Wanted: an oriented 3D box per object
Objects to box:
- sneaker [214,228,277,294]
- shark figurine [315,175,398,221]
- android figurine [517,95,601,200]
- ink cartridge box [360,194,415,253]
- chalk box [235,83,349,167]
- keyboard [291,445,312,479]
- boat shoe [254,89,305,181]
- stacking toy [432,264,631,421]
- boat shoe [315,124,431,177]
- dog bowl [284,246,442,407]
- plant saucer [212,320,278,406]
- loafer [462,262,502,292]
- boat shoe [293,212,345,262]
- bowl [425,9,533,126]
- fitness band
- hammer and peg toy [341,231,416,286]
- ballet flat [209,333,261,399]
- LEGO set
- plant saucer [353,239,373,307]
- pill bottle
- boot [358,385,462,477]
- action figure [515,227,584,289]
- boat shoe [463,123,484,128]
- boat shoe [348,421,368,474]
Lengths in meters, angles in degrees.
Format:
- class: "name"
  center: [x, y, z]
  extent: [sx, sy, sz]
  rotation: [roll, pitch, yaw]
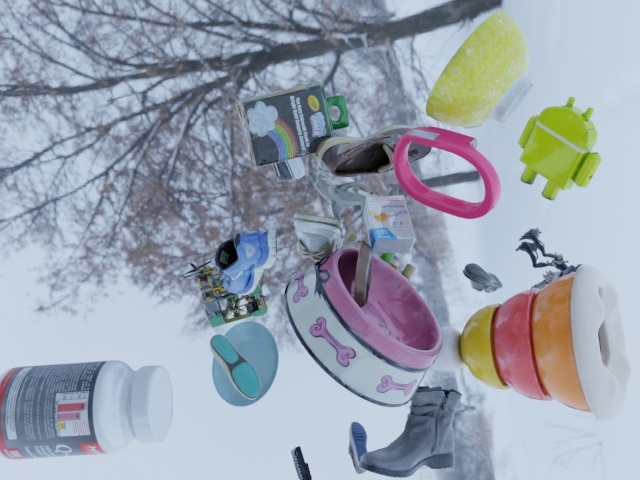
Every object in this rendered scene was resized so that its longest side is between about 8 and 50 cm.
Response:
- class: "sneaker"
  center: [-0.233, 0.053, 1.768]
  extent: [0.330, 0.147, 0.130]
  rotation: [127, 146, -54]
- class: "shark figurine"
  center: [0.091, -0.108, 1.823]
  extent: [0.166, 0.278, 0.116]
  rotation: [168, 111, -68]
- class: "android figurine"
  center: [0.651, -0.254, 1.711]
  extent: [0.248, 0.056, 0.273]
  rotation: [46, 134, 39]
- class: "ink cartridge box"
  center: [0.167, -0.056, 1.590]
  extent: [0.061, 0.104, 0.181]
  rotation: [99, 165, -50]
- class: "chalk box"
  center: [-0.068, -0.328, 1.727]
  extent: [0.179, 0.289, 0.180]
  rotation: [-134, 31, -71]
- class: "keyboard"
  center: [-0.057, 0.779, 2.080]
  extent: [0.108, 0.023, 0.180]
  rotation: [-53, 52, 54]
- class: "boat shoe"
  center: [-0.164, -0.337, 2.114]
  extent: [0.121, 0.119, 0.335]
  rotation: [-94, -18, -61]
- class: "stacking toy"
  center: [0.471, 0.257, 1.531]
  extent: [0.350, 0.480, 0.351]
  rotation: [18, -113, -51]
- class: "boat shoe"
  center: [0.163, -0.223, 1.657]
  extent: [0.123, 0.342, 0.123]
  rotation: [-128, 37, -49]
- class: "dog bowl"
  center: [0.119, 0.185, 1.496]
  extent: [0.408, 0.150, 0.408]
  rotation: [33, -156, -17]
- class: "plant saucer"
  center: [-0.165, 0.285, 1.444]
  extent: [0.037, 0.195, 0.195]
  rotation: [27, -130, -53]
- class: "loafer"
  center: [0.573, 0.149, 2.240]
  extent: [0.220, 0.078, 0.080]
  rotation: [25, -152, -40]
- class: "boat shoe"
  center: [0.000, 0.000, 1.577]
  extent: [0.302, 0.113, 0.103]
  rotation: [28, -105, -72]
- class: "bowl"
  center: [0.397, -0.366, 1.459]
  extent: [0.156, 0.289, 0.289]
  rotation: [41, -177, 13]
- class: "fitness band"
  center: [0.291, -0.160, 1.468]
  extent: [0.054, 0.291, 0.209]
  rotation: [-39, -45, -28]
- class: "hammer and peg toy"
  center: [0.140, 0.049, 2.179]
  extent: [0.361, 0.127, 0.266]
  rotation: [36, 172, -13]
- class: "ballet flat"
  center: [-0.184, 0.276, 1.358]
  extent: [0.168, 0.057, 0.052]
  rotation: [53, 149, 19]
- class: "LEGO set"
  center: [-0.307, 0.142, 2.094]
  extent: [0.331, 0.255, 0.192]
  rotation: [72, 180, -66]
- class: "plant saucer"
  center: [0.104, 0.083, 1.487]
  extent: [0.168, 0.029, 0.168]
  rotation: [5, -90, -82]
- class: "pill bottle"
  center: [-0.540, 0.384, 1.433]
  extent: [0.210, 0.363, 0.210]
  rotation: [-5, -90, -86]
- class: "boot"
  center: [0.240, 0.498, 1.676]
  extent: [0.338, 0.118, 0.223]
  rotation: [6, -92, -42]
- class: "action figure"
  center: [0.692, 0.100, 1.853]
  extent: [0.276, 0.141, 0.164]
  rotation: [50, 159, 24]
- class: "boat shoe"
  center: [0.447, -0.399, 1.907]
  extent: [0.233, 0.084, 0.079]
  rotation: [-89, -16, -70]
- class: "boat shoe"
  center: [0.122, 0.710, 2.141]
  extent: [0.183, 0.066, 0.066]
  rotation: [-97, 30, -50]
